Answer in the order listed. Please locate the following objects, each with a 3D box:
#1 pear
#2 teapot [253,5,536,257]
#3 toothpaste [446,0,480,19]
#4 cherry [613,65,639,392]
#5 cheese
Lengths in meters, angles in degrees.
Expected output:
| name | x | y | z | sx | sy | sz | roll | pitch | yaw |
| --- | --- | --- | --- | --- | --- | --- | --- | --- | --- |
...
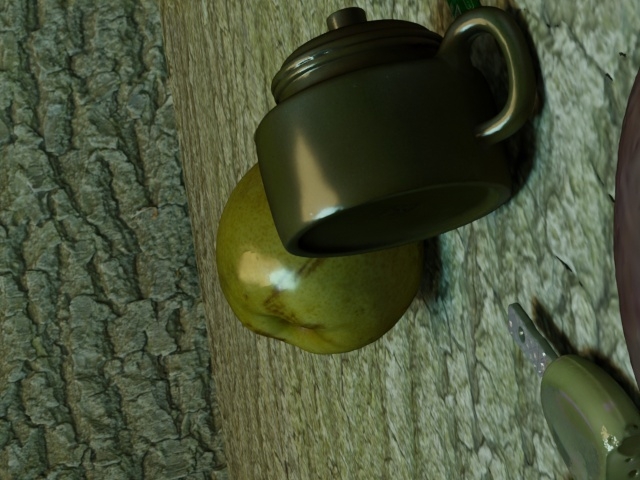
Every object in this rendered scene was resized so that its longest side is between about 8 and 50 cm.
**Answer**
| name | x | y | z | sx | sy | sz | roll | pitch | yaw |
| --- | --- | --- | --- | --- | --- | --- | --- | --- | --- |
| pear | 0.000 | 0.000 | 1.299 | 0.209 | 0.209 | 0.208 | 167 | 90 | -78 |
| teapot | 0.048 | -0.097 | 1.031 | 0.268 | 0.186 | 0.175 | -24 | 76 | 39 |
| toothpaste | 0.101 | -0.199 | 1.044 | 0.020 | 0.017 | 0.083 | 94 | 160 | -61 |
| cherry | 0.193 | -0.002 | 0.390 | 0.236 | 0.213 | 0.285 | 67 | 157 | -1 |
| cheese | 0.177 | 0.109 | 0.981 | 0.192 | 0.037 | 0.097 | -119 | 21 | -53 |
